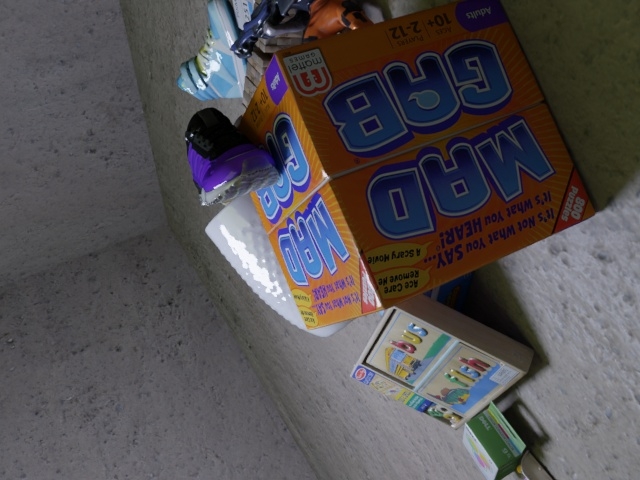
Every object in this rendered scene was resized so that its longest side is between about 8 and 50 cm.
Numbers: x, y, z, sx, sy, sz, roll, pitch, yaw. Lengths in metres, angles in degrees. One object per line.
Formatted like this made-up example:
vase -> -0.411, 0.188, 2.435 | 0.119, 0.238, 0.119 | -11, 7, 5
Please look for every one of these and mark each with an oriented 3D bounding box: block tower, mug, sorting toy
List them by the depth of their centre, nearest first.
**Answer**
sorting toy -> 0.424, 0.470, 1.392 | 0.083, 0.045, 0.075 | 51, 174, 38
mug -> 0.000, 0.000, 1.426 | 0.328, 0.276, 0.374 | 51, 129, 0
block tower -> -0.103, -0.434, 1.575 | 0.091, 0.097, 0.335 | 51, 140, 46

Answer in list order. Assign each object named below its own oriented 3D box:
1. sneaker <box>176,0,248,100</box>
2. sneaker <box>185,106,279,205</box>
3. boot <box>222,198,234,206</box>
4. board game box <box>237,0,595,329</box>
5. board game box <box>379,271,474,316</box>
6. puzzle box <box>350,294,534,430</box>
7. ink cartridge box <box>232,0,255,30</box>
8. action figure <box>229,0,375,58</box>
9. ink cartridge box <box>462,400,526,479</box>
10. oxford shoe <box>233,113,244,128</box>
sneaker -> -0.304, -0.496, 1.889 | 0.319, 0.208, 0.127 | 77, -176, -49
sneaker -> -0.156, -0.136, 1.086 | 0.293, 0.102, 0.146 | 1, 109, 69
boot -> -0.213, -0.090, 1.966 | 0.165, 0.077, 0.213 | 49, -176, 7
board game box -> 0.114, -0.103, 1.097 | 0.356, 0.356, 0.356 | 67, 160, 5
board game box -> 0.179, 0.061, 1.502 | 0.302, 0.086, 0.308 | 54, 156, 34
puzzle box -> 0.223, 0.251, 1.425 | 0.272, 0.052, 0.409 | 27, 150, 6
ink cartridge box -> -0.199, -0.671, 1.723 | 0.261, 0.066, 0.296 | 44, 150, 46
action figure -> -0.017, -0.424, 1.376 | 0.341, 0.178, 0.330 | -30, 77, 45
ink cartridge box -> 0.345, 0.412, 1.422 | 0.109, 0.062, 0.209 | 56, 170, 29
oxford shoe -> -0.200, -0.320, 2.019 | 0.364, 0.130, 0.132 | 144, 120, -61
